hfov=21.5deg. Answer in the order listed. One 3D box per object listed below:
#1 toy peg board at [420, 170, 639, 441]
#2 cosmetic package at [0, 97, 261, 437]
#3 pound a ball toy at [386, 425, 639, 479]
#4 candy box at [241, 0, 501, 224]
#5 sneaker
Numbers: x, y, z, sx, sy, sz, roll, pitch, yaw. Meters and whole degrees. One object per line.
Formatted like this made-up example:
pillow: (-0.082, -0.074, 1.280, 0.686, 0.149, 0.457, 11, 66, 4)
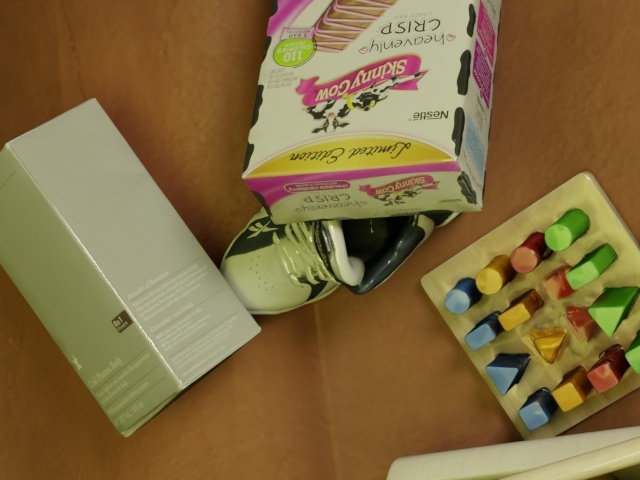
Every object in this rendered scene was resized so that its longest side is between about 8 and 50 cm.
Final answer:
toy peg board: (0.173, 0.060, 1.268, 0.161, 0.079, 0.161, -34, 88, 22)
cosmetic package: (-0.171, 0.021, 1.353, 0.238, 0.107, 0.127, 51, 142, 2)
pound a ball toy: (0.192, 0.174, 1.210, 0.319, 0.135, 0.208, -13, 132, 31)
candy box: (0.042, -0.131, 1.210, 0.159, 0.071, 0.233, -4, 59, 20)
sneaker: (0.000, 0.000, 1.278, 0.235, 0.153, 0.094, -21, 92, 23)
